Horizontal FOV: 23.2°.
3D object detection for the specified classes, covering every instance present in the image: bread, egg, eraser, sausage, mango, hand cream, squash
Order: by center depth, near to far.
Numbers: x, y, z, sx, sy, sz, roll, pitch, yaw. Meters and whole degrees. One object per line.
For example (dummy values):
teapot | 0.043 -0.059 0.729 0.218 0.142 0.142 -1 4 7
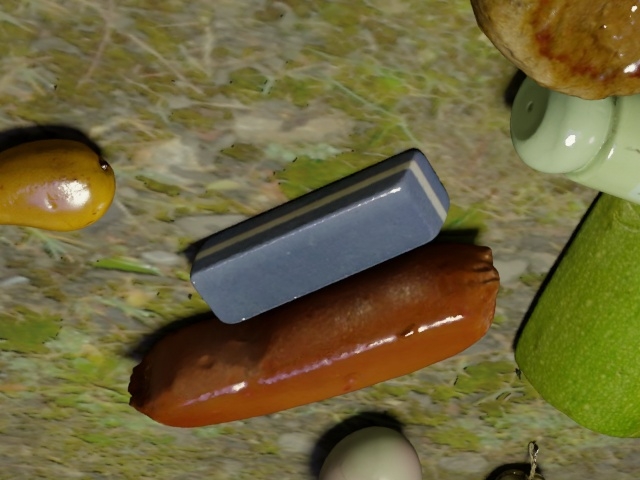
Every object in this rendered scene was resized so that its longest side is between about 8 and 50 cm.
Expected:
bread | 0.211 -0.206 1.093 0.230 0.123 0.230 -11 138 -10
mango | -0.217 -0.041 1.220 0.114 0.060 0.080 -8 135 1
hand cream | 0.301 -0.074 1.270 0.305 0.147 0.093 13 173 -21
eraser | 0.000 0.000 1.332 0.225 0.036 0.082 -23 137 12
sausage | -0.004 0.091 1.387 0.348 0.097 0.094 -20 130 10
squash | 0.318 0.062 1.423 0.203 0.111 0.289 7 133 -22
egg | 0.050 0.245 1.563 0.103 0.103 0.135 3 133 -16

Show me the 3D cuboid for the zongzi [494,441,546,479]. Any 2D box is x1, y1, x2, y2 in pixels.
zongzi | 0.162 0.307 1.688 0.178 0.081 0.189 -4 133 6
